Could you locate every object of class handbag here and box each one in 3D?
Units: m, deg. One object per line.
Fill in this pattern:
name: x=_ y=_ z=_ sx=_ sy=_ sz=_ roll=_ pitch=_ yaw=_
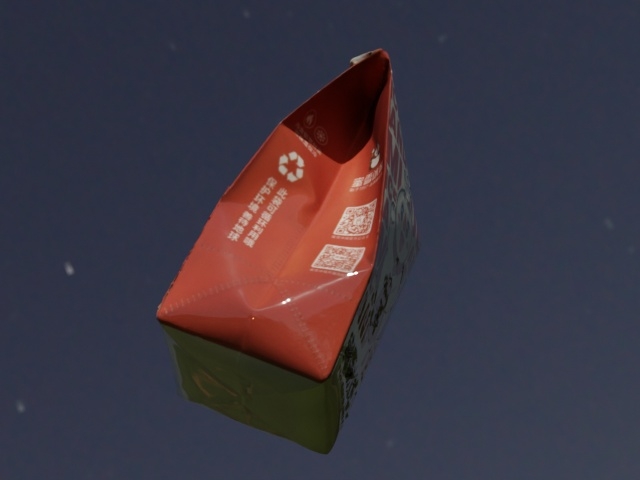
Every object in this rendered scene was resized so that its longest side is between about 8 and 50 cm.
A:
handbag: x=0.000 y=0.000 z=1.328 sx=0.171 sy=0.151 sz=0.298 roll=87 pitch=-153 yaw=-62
